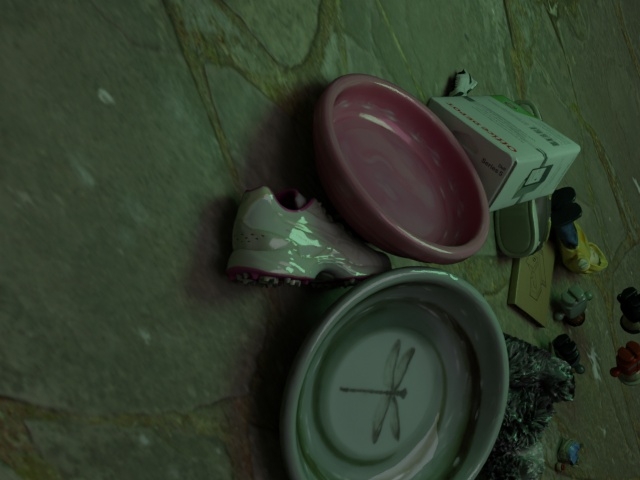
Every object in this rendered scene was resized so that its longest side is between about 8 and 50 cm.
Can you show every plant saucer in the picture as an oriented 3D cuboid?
[{"bbox_3d":[0.101,0.230,1.098,0.401,0.100,0.400,-5,100,-31],"label":"plant saucer"},{"bbox_3d":[0.114,-0.099,1.124,0.332,0.084,0.332,25,44,-27],"label":"plant saucer"}]

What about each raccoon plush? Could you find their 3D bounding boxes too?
[{"bbox_3d":[0.226,0.291,1.290,0.446,0.216,0.299,27,80,-12],"label":"raccoon plush"}]

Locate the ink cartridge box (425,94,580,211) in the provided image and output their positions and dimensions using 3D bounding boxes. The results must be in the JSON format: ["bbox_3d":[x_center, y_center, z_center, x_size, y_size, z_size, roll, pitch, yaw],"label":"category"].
[{"bbox_3d":[0.314,-0.166,1.342,0.273,0.198,0.114,-14,139,-48],"label":"ink cartridge box"}]

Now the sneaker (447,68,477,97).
[{"bbox_3d":[0.265,-0.294,1.437,0.043,0.040,0.109,52,45,-12],"label":"sneaker"}]

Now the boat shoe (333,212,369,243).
[{"bbox_3d":[0.078,-0.020,1.176,0.152,0.056,0.049,5,78,-49],"label":"boat shoe"}]

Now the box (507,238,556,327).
[{"bbox_3d":[0.473,0.074,1.655,0.164,0.021,0.201,32,64,-43],"label":"box"}]

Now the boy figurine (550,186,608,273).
[{"bbox_3d":[0.598,0.005,1.734,0.285,0.092,0.177,47,29,-41],"label":"boy figurine"}]

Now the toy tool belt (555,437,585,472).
[{"bbox_3d":[0.579,0.499,1.717,0.052,0.051,0.083,57,48,-29],"label":"toy tool belt"}]

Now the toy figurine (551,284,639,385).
[{"bbox_3d":[0.642,0.217,1.699,0.148,0.210,0.213,59,39,-50],"label":"toy figurine"}]

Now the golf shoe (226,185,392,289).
[{"bbox_3d":[0.000,0.000,1.044,0.306,0.115,0.140,8,78,-50],"label":"golf shoe"}]

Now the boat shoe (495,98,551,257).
[{"bbox_3d":[0.428,-0.128,1.551,0.097,0.117,0.324,-5,95,-51],"label":"boat shoe"}]
